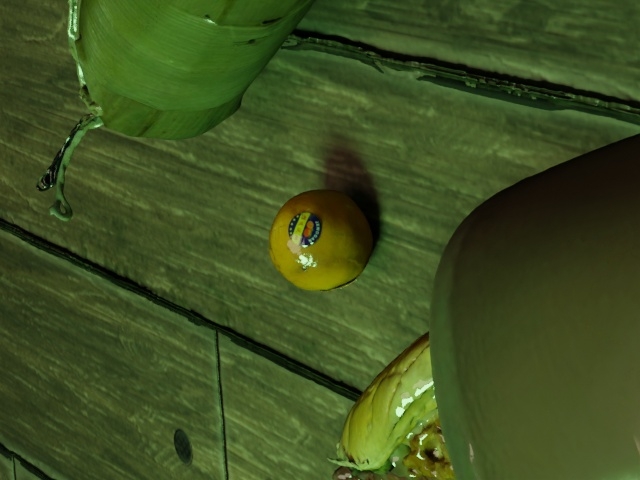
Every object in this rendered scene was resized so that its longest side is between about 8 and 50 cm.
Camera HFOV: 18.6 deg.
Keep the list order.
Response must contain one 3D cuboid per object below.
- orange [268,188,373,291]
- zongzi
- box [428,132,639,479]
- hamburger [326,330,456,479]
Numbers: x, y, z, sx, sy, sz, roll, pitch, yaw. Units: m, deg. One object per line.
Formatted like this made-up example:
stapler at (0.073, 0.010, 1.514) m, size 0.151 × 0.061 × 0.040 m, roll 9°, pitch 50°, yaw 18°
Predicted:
orange at (0.000, 0.000, 1.518) m, size 0.083 × 0.083 × 0.083 m, roll 29°, pitch 125°, yaw 52°
zongzi at (-0.120, -0.269, 1.557) m, size 0.447 × 0.181 × 0.418 m, roll 132°, pitch 135°, yaw -58°
box at (0.228, 0.059, 0.964) m, size 0.216 × 0.301 × 0.301 m, roll -31°, pitch 74°, yaw 53°
hamburger at (0.117, 0.127, 1.297) m, size 0.282 × 0.245 × 0.155 m, roll -21°, pitch 73°, yaw 15°
